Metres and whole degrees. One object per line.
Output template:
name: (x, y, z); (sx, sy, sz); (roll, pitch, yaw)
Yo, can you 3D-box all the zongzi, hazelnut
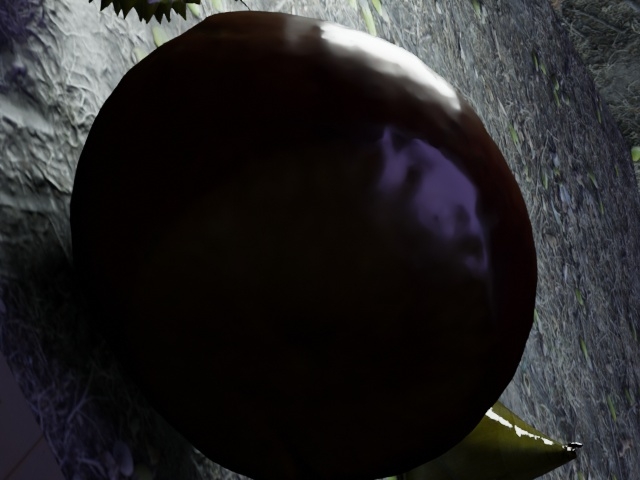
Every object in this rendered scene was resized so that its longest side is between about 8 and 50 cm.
zongzi: (0.189, 0.199, 1.827); (0.115, 0.256, 0.228); (11, 58, -38)
hazelnut: (0.000, 0.000, 1.311); (0.429, 0.402, 0.402); (48, 29, -22)

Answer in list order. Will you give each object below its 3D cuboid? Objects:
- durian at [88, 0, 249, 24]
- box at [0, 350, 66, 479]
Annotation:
durian: (-0.198, -0.368, 1.421); (0.158, 0.169, 0.351); (-6, 84, -71)
box: (-0.225, 0.224, 1.032); (0.365, 0.051, 0.204); (66, 22, -13)
